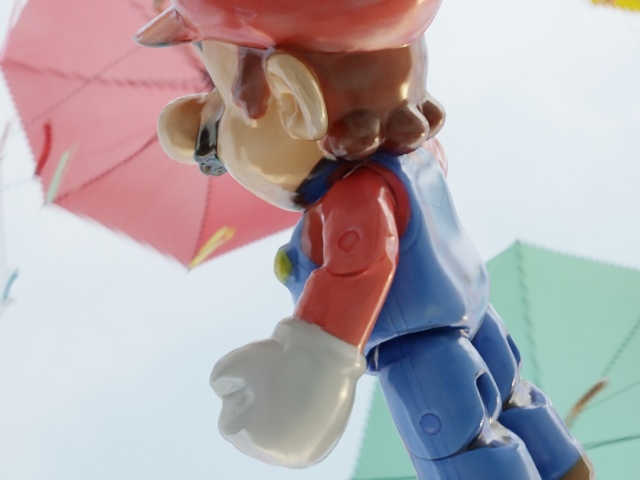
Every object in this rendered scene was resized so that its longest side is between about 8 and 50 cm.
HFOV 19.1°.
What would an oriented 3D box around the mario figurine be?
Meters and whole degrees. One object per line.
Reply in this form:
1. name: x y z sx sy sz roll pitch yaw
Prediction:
1. mario figurine: 0.000 0.000 0.851 0.170 0.198 0.321 -23 -84 -12
